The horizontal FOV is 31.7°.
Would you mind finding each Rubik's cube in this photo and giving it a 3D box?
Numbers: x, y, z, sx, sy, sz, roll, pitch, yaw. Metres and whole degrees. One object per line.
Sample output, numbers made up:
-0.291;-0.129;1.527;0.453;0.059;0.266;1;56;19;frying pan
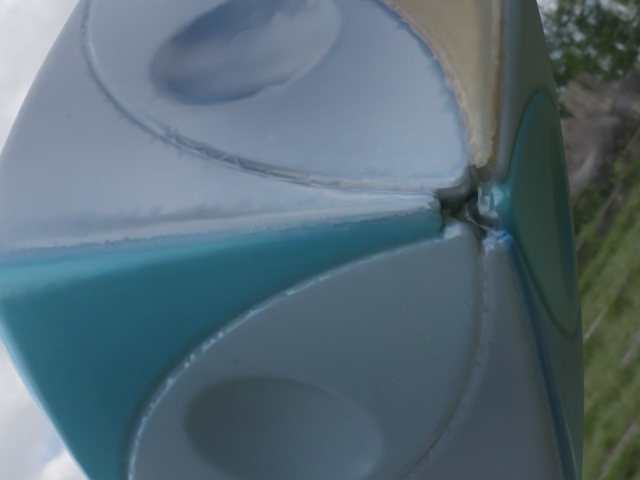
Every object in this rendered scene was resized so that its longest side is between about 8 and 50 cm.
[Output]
0.000;0.000;0.817;0.347;0.352;0.351;-78;-22;-44;Rubik's cube
